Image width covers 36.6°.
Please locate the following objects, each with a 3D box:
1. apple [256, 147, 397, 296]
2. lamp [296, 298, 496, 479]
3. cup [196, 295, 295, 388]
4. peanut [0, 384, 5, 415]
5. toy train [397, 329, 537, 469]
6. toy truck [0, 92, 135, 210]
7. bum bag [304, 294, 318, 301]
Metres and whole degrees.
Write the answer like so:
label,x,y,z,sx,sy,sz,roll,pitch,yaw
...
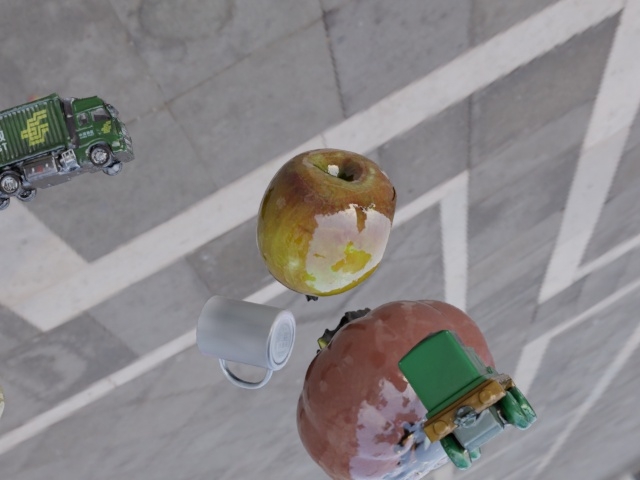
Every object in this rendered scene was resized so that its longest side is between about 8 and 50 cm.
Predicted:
label,x,y,z,sx,sy,sz,roll,pitch,yaw
apple,0.003,-0.019,1.076,0.146,0.163,0.147,10,122,-3
lamp,0.098,0.208,1.380,0.305,0.239,0.305,-26,141,-23
cup,-0.114,0.158,1.535,0.136,0.133,0.099,75,32,-43
peanut,-0.687,0.272,1.899,0.123,0.257,0.123,-9,179,0
toy train,0.152,0.161,1.028,0.091,0.136,0.227,-36,168,9
toy truck,-0.399,-0.126,1.358,0.259,0.121,0.088,-17,176,-1
bum bag,0.000,0.000,1.405,0.049,0.087,0.198,4,112,-9
